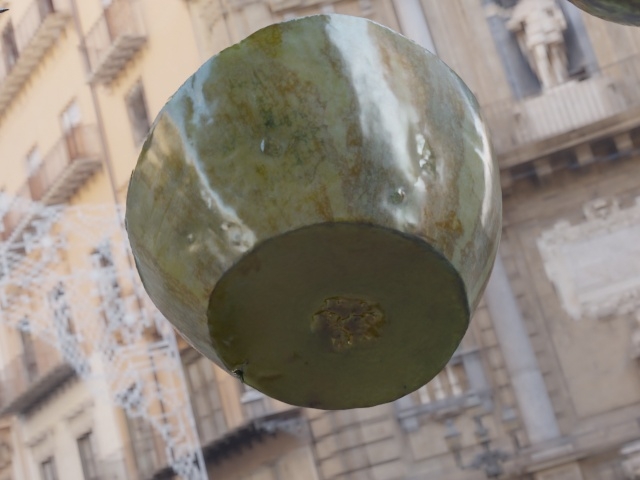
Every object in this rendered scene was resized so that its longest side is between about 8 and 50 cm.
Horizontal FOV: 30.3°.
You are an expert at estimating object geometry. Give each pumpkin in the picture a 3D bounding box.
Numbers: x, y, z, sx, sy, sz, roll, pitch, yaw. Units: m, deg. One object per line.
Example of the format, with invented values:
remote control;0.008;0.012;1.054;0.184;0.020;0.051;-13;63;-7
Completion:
pumpkin;0.010;0.004;0.631;0.218;0.110;0.217;-7;-59;-12

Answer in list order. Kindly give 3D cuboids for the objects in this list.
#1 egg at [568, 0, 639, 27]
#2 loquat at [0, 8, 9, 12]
egg;0.322;-0.310;1.083;0.290;0.238;0.238;15;-22;-6
loquat;-0.295;-0.144;0.807;0.163;0.163;0.137;-13;-30;-7
